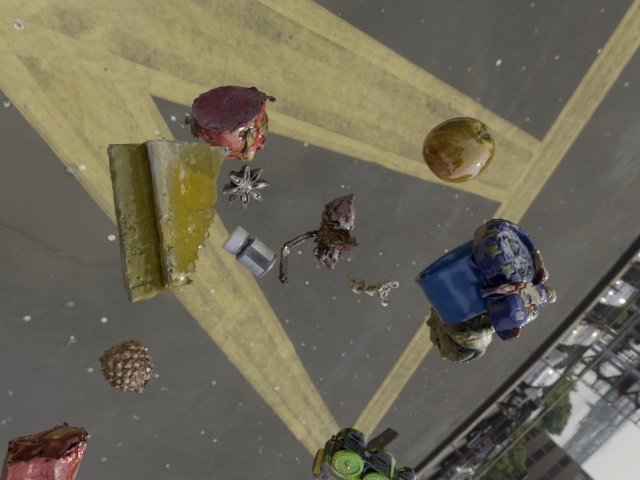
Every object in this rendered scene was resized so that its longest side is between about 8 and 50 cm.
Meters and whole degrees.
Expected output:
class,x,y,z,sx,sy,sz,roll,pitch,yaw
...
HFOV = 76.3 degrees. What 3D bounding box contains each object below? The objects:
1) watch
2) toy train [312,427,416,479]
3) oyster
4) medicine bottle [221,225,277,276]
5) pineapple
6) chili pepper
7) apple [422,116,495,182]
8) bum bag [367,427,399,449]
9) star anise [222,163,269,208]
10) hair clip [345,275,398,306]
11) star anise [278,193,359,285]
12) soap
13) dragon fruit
class,x,y,z,sx,sy,sz,roll,pitch,yaw
watch,0.270,0.071,0.711,0.196,0.170,0.200,-18,170,-38
toy train,0.127,0.625,1.073,0.160,0.296,0.100,-53,-179,21
oyster,0.287,0.163,0.865,0.222,0.083,0.214,-55,-171,46
medicine bottle,-0.383,0.061,2.216,0.273,0.165,0.165,42,94,-12
pineapple,-0.646,0.437,1.375,0.166,0.166,0.192,-25,97,-22
chili pepper,-0.609,0.531,0.877,0.144,0.137,0.252,-41,149,-79
apple,0.362,-0.238,1.057,0.183,0.182,0.155,6,155,-43
bum bag,0.160,0.619,1.232,0.160,0.026,0.109,-29,170,-14
star anise,-0.396,-0.291,2.101,0.236,0.109,0.223,-28,138,-11
hair clip,0.127,0.137,1.134,0.034,0.226,0.072,34,73,-25
star anise,0.005,0.008,1.243,0.346,0.237,0.148,-44,118,6
soap,-0.313,-0.054,0.947,0.304,0.170,0.337,-22,110,-65
dragon fruit,-0.338,-0.434,1.637,0.315,0.295,0.262,4,147,4
